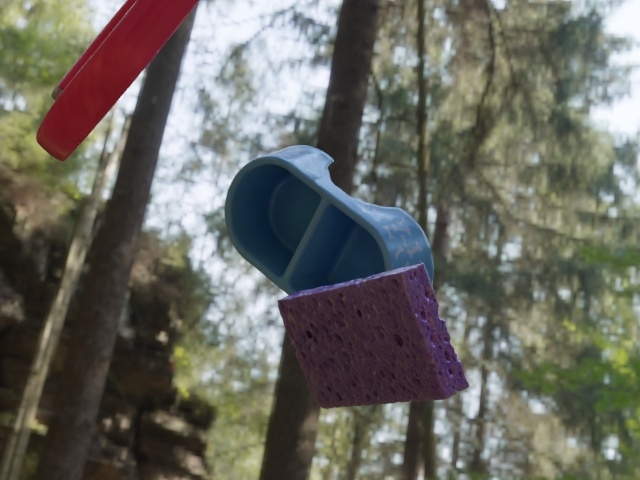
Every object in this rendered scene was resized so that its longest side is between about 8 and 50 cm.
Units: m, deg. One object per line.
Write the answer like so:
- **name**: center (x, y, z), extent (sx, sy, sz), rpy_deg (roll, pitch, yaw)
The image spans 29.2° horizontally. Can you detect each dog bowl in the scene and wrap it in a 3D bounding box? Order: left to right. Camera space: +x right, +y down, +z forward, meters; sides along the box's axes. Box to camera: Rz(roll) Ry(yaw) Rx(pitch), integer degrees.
- **dog bowl**: center (0.000, 0.000, 1.492), extent (0.297, 0.166, 0.074), rpy_deg (38, 22, 28)

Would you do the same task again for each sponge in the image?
- **sponge**: center (0.042, 0.093, 1.124), extent (0.031, 0.117, 0.210), rpy_deg (-24, 5, -33)

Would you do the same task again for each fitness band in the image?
- **fitness band**: center (-0.178, -0.202, 1.185), extent (0.054, 0.291, 0.209), rpy_deg (38, -18, -14)
